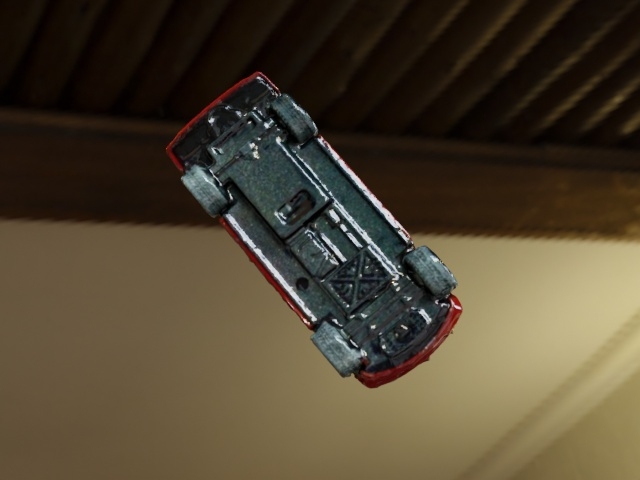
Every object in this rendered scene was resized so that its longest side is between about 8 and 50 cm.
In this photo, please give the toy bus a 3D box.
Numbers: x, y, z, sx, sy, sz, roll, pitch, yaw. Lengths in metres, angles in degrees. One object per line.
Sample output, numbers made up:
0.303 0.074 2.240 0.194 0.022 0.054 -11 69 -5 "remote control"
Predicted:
0.000 0.000 0.824 0.081 0.195 0.089 -41 -20 -2 "toy bus"
